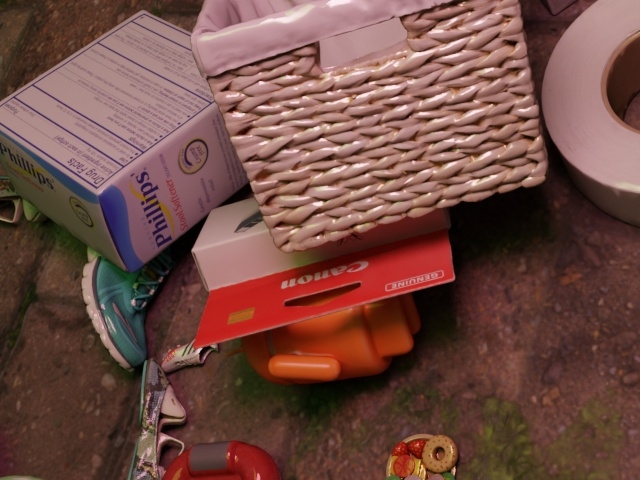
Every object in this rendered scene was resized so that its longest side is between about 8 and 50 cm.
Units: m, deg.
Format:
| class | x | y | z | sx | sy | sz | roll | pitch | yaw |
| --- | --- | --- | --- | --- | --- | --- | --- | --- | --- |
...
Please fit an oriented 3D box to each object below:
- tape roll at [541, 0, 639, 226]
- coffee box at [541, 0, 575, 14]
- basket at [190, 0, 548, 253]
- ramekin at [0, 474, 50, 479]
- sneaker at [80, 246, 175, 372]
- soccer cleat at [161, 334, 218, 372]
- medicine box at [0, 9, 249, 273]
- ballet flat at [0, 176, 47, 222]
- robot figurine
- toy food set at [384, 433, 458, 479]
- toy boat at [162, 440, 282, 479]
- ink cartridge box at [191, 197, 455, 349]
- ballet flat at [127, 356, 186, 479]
| class | x | y | z | sx | sy | sz | roll | pitch | yaw |
| --- | --- | --- | --- | --- | --- | --- | --- | --- | --- |
| tape roll | 0.395 | -0.157 | 1.176 | 0.286 | 0.100 | 0.286 | -12 | 61 | 22 |
| coffee box | 0.257 | -0.410 | 1.284 | 0.098 | 0.246 | 0.141 | -34 | 55 | 9 |
| basket | 0.065 | -0.196 | 1.168 | 0.328 | 0.266 | 0.331 | -15 | 26 | 10 |
| ramekin | -0.338 | 0.420 | 1.230 | 0.303 | 0.148 | 0.303 | -12 | 61 | 22 |
| sneaker | -0.250 | 0.038 | 1.412 | 0.110 | 0.107 | 0.275 | -13 | 60 | 11 |
| soccer cleat | -0.166 | 0.147 | 1.355 | 0.083 | 0.029 | 0.035 | -34 | 51 | 3 |
| medicine box | -0.242 | -0.141 | 1.409 | 0.263 | 0.149 | 0.289 | 31 | 60 | 35 |
| ballet flat | -0.443 | -0.065 | 1.585 | 0.222 | 0.077 | 0.079 | -3 | 83 | 31 |
| robot figurine | 0.001 | 0.101 | 1.230 | 0.219 | 0.128 | 0.158 | -10 | 61 | 23 |
| toy food set | 0.110 | 0.251 | 1.164 | 0.083 | 0.020 | 0.082 | 1 | 66 | 27 |
| toy boat | -0.133 | 0.326 | 1.170 | 0.151 | 0.151 | 0.231 | -10 | 61 | 23 |
| ink cartridge box | 0.000 | 0.000 | 1.213 | 0.296 | 0.066 | 0.261 | -15 | 21 | 10 |
| ballet flat | -0.196 | 0.237 | 1.313 | 0.070 | 0.070 | 0.188 | -7 | 65 | 24 |
